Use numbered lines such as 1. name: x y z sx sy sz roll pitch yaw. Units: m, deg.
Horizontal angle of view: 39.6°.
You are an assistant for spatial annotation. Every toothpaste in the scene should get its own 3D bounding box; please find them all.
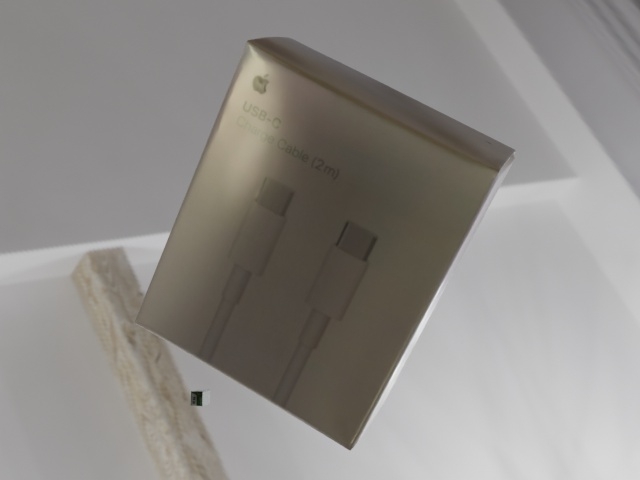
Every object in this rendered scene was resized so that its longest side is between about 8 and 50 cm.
1. toothpaste: -0.161 0.211 1.194 0.017 0.083 0.020 1 -98 0

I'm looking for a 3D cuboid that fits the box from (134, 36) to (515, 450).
1. box: 0.000 0.000 0.687 0.203 0.251 0.106 30 -160 11
